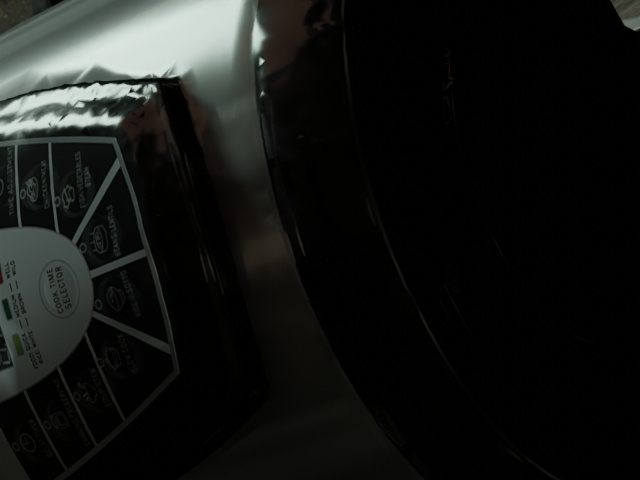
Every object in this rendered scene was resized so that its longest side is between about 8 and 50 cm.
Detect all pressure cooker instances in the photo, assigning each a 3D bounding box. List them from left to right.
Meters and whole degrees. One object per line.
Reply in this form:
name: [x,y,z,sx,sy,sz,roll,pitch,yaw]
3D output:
pressure cooker: [-0.038,0.024,0.918,0.420,0.375,0.370,-19,36,36]

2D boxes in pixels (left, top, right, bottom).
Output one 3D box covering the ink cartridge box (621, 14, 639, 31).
ink cartridge box: [0.166,-0.127,1.422,0.261,0.066,0.296,-20,7,-29]
